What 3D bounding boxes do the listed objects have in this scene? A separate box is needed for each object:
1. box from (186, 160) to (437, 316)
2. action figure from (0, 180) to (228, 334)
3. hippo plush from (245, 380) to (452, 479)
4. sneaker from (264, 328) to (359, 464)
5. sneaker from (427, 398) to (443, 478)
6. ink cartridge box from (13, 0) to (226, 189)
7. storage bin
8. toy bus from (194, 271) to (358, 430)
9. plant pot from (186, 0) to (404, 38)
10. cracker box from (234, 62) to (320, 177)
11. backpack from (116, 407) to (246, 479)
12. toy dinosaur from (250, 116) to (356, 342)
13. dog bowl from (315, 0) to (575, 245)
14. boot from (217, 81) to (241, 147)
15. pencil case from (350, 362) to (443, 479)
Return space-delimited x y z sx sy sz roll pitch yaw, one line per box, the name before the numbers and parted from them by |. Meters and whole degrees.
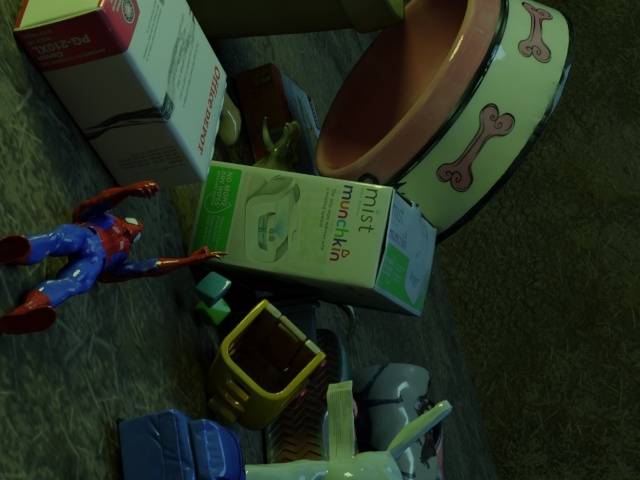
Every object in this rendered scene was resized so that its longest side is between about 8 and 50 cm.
box | 0.000 0.000 1.652 0.262 0.231 0.127 35 66 -72
action figure | -0.175 0.003 1.179 0.280 0.139 0.091 -52 125 -78
hippo plush | -0.017 0.320 1.396 0.236 0.234 0.294 110 -10 -58
sneaker | -0.005 0.253 1.665 0.121 0.108 0.302 61 24 -45
sneaker | 0.142 0.393 2.160 0.136 0.116 0.314 75 14 -45
ink cartridge box | -0.193 -0.187 1.384 0.237 0.100 0.172 61 26 -43
storage bin | -0.054 0.114 1.626 0.135 0.098 0.091 174 -92 -71
toy bus | -0.073 0.151 1.477 0.104 0.191 0.202 -44 126 -27
plant pot | -0.064 -0.407 1.882 0.323 0.280 0.323 -18 90 -78
cracker box | -0.052 -0.164 2.104 0.232 0.067 0.156 29 45 -74
backpack | -0.117 0.209 1.225 0.120 0.101 0.098 54 28 -65
toy dinosaur | -0.039 -0.002 1.900 0.160 0.121 0.314 9 68 -63
dog bowl | 0.151 -0.186 1.863 0.150 0.408 0.408 34 27 -18
boot | -0.145 -0.188 1.804 0.087 0.042 0.118 33 39 -62
pencil case | 0.108 0.357 1.859 0.183 0.160 0.410 27 44 -50
